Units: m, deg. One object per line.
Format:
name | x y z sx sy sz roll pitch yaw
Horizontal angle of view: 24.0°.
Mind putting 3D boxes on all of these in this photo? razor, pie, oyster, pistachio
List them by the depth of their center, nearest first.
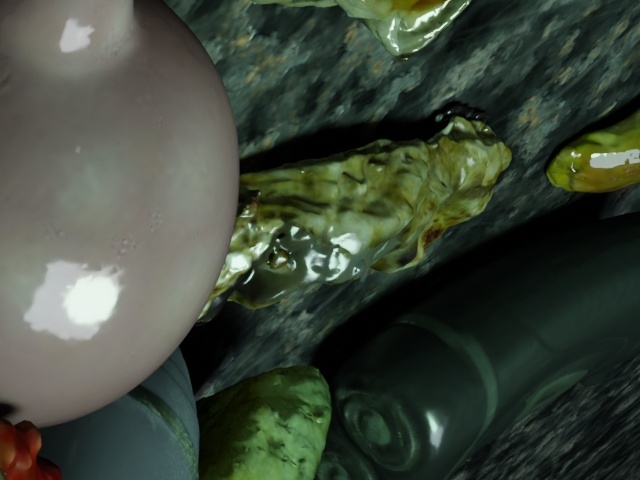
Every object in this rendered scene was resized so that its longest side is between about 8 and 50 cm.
oyster | 0.002 -0.002 0.867 0.345 0.078 0.128 -16 157 -50
pie | -0.103 0.167 0.882 0.277 0.078 0.277 -42 -166 13
pistachio | 0.244 -0.071 1.138 0.173 0.049 0.089 -22 151 -39
razor | 0.142 0.092 1.195 0.349 0.113 0.204 -26 155 -35

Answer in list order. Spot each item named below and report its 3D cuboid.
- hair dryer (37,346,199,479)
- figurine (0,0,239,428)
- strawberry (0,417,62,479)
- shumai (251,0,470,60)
hair dryer | -0.221 0.196 0.739 0.361 0.121 0.301 -30 -155 24
figurine | -0.108 -0.019 0.522 0.173 0.173 0.173 -33 157 -16
strawberry | -0.226 0.134 0.508 0.265 0.149 0.336 9 159 -16
shumai | 0.016 -0.128 0.578 0.145 0.116 0.145 -35 159 -16
